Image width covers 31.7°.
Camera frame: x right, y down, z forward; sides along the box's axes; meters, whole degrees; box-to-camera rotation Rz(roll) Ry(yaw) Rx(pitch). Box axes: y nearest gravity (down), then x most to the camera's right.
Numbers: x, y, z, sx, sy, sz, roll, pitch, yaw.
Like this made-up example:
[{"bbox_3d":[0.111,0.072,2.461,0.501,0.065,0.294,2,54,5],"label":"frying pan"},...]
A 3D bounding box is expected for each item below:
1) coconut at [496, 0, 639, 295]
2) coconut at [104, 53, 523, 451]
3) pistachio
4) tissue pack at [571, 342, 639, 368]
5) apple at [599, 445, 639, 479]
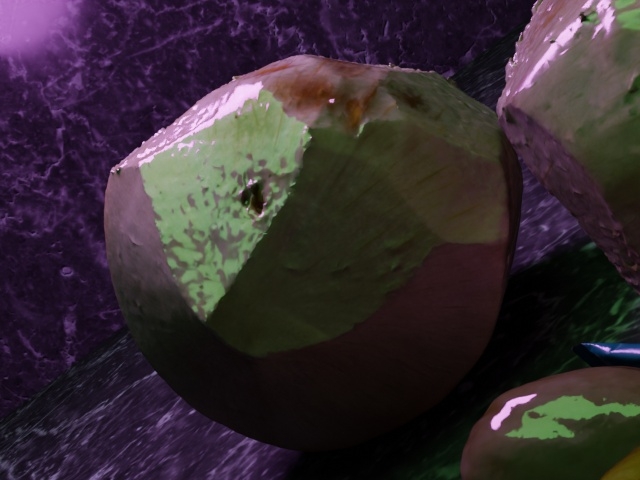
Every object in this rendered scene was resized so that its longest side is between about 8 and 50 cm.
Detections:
[{"bbox_3d":[0.282,-0.094,0.700,0.254,0.297,0.297,-43,3,40],"label":"coconut"},{"bbox_3d":[0.000,0.000,1.058,0.415,0.345,0.415,-33,7,5],"label":"coconut"},{"bbox_3d":[0.160,0.126,0.623,0.185,0.108,0.126,-21,44,34],"label":"pistachio"},{"bbox_3d":[0.217,0.086,0.662,0.028,0.085,0.138,-53,15,-20],"label":"tissue pack"},{"bbox_3d":[0.163,0.135,0.350,0.196,0.196,0.196,-35,10,7],"label":"apple"}]
